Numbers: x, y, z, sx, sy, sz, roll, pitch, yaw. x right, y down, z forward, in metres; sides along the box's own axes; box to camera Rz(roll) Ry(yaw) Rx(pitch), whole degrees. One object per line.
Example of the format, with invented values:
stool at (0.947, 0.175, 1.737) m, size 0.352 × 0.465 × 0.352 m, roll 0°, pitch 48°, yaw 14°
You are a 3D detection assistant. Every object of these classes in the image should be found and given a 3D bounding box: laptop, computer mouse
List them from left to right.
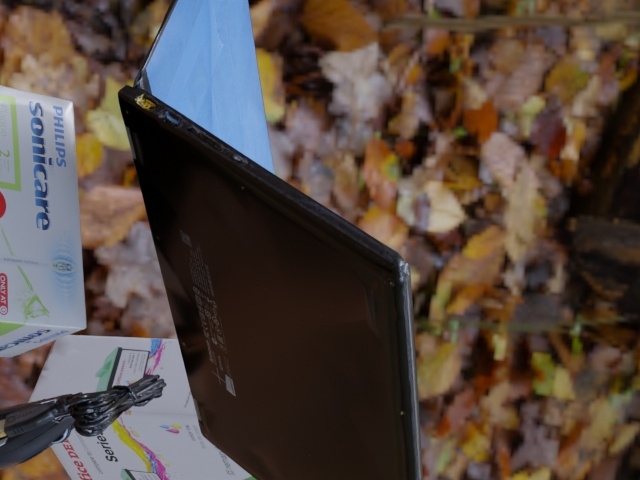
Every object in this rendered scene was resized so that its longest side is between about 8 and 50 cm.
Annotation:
computer mouse at (-0.288, 0.189, 1.276) m, size 0.184 × 0.262 × 0.060 m, roll -4°, pitch 81°, yaw -77°
laptop at (0.000, 0.000, 1.038) m, size 0.236 × 0.408 × 0.382 m, roll -37°, pitch 142°, yaw -26°

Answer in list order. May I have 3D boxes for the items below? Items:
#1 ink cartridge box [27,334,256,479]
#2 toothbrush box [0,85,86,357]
ink cartridge box at (-0.177, 0.219, 1.573) m, size 0.201 × 0.278 × 0.117 m, roll 72°, pitch 27°, yaw -43°
toothbrush box at (-0.341, -0.025, 1.058) m, size 0.283 × 0.122 × 0.206 m, roll 11°, pitch 67°, yaw -45°
